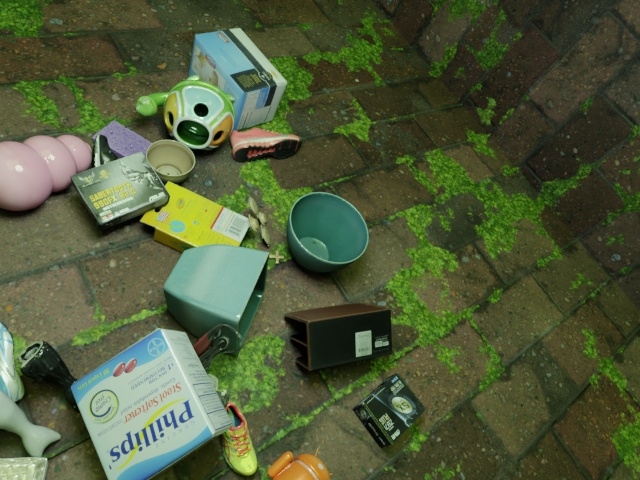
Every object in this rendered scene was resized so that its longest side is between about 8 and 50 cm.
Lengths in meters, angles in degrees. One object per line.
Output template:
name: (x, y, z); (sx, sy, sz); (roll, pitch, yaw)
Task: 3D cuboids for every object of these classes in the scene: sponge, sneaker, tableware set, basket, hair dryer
sponge: (-0.696, -0.343, 1.633); (0.210, 0.031, 0.117); (31, 51, -4)
sneaker: (-0.222, -0.416, 1.847); (0.314, 0.116, 0.136); (-11, 63, -30)
tableware set: (-0.219, -0.068, 1.610); (0.020, 0.168, 0.141); (-18, 53, 12)
basket: (-0.675, 0.564, 0.974); (0.113, 0.103, 0.167); (8, 67, -20)
sneaker: (-0.808, 0.295, 1.116); (0.086, 0.085, 0.237); (-3, 59, -54)
sneaker: (-0.695, -0.221, 1.517); (0.124, 0.107, 0.283); (-3, 69, -31)
sneaker: (-0.228, 0.534, 1.224); (0.082, 0.094, 0.208); (-18, 69, -34)
hair dryer: (-0.351, 0.321, 1.256); (0.294, 0.080, 0.223); (11, 86, 17)

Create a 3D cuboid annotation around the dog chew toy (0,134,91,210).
dog chew toy: (-0.857, -0.228, 1.383); (0.207, 0.206, 0.332); (40, 44, 5)

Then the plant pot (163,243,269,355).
plant pot: (-0.318, 0.154, 1.352); (0.253, 0.247, 0.247); (19, 52, 2)

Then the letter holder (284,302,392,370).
letter holder: (0.051, 0.304, 1.490); (0.302, 0.214, 0.151); (-4, 92, -28)

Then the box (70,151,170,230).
box: (-0.624, -0.159, 1.419); (0.231, 0.056, 0.183); (-29, 82, -31)

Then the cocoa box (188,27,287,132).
cocoa box: (-0.353, -0.669, 1.879); (0.228, 0.231, 0.347); (-30, 74, -36)

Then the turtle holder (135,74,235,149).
turtle holder: (-0.475, -0.469, 1.655); (0.320, 0.243, 0.227); (40, 30, -31)

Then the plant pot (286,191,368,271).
plant pot: (0.000, 0.000, 1.619); (0.290, 0.195, 0.290); (12, 55, -17)

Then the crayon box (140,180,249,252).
crayon box: (-0.418, -0.049, 1.533); (0.319, 0.081, 0.202); (27, 51, -7)

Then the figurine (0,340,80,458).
figurine: (-0.677, 0.390, 1.086); (0.209, 0.092, 0.214); (58, 45, -29)

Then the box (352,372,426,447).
box: (0.220, 0.538, 1.438); (0.180, 0.077, 0.147); (-27, 73, -36)

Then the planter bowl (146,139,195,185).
planter bowl: (-0.536, -0.261, 1.602); (0.162, 0.109, 0.162); (12, 55, -17)

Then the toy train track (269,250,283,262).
toy train track: (-0.174, 0.060, 1.618); (0.083, 0.014, 0.048); (4, 64, -16)

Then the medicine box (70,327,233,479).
medicine box: (-0.411, 0.411, 1.114); (0.264, 0.149, 0.289); (-33, 73, -3)

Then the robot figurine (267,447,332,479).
robot figurine: (-0.064, 0.659, 1.194); (0.158, 0.128, 0.219); (34, 46, 31)
